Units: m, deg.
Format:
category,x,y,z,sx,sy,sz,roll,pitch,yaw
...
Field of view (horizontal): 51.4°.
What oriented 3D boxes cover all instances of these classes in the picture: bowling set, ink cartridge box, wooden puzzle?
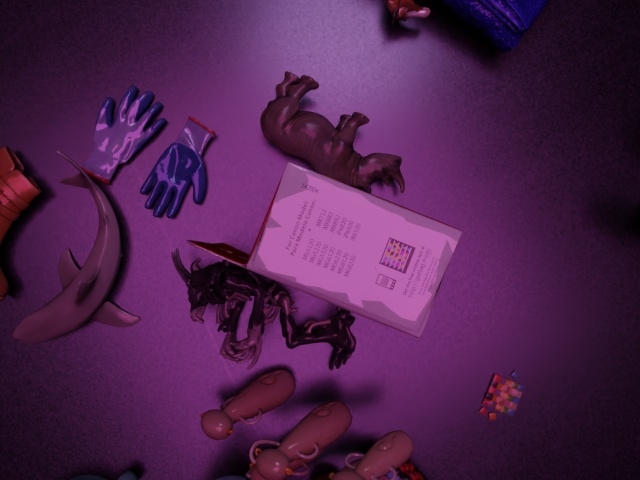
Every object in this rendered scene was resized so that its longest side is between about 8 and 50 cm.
category,x,y,z,sx,sy,sz,roll,pitch,yaw
bowling set,-0.016,0.320,0.892,0.154,0.287,0.199,-26,119,-39
ink cartridge box,0.000,0.000,0.846,0.272,0.309,0.130,22,88,-2
wooden puzzle,0.276,0.234,1.001,0.049,0.006,0.083,23,88,-1

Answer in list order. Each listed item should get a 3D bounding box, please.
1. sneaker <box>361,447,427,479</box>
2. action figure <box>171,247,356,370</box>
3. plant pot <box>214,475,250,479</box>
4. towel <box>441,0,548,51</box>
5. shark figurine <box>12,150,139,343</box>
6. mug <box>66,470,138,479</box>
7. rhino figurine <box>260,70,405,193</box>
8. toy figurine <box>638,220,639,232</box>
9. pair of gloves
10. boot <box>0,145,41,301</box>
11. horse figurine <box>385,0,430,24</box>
category,x,y,z,sx,sy,sz,roll,pitch,yaw
sneaker,0.131,0.418,0.947,0.125,0.104,0.262,-40,90,0
action figure,-0.091,0.109,0.920,0.276,0.164,0.140,22,84,-7
plant pot,-0.117,0.545,0.828,0.341,0.341,0.334,39,94,-1
towel,0.219,-0.442,0.924,0.308,0.076,0.227,37,84,-14
shark figurine,-0.329,0.029,0.937,0.166,0.116,0.278,15,90,-3
mug,-0.341,0.397,0.935,0.130,0.097,0.157,15,89,-1
rhino figurine,0.021,-0.140,0.968,0.243,0.073,0.106,35,84,-2
toy figurine,0.557,-0.079,0.913,0.148,0.209,0.212,21,85,15
pair of gloves,-0.250,-0.129,0.986,0.198,0.023,0.159,29,90,0
boot,-0.464,-0.026,0.954,0.152,0.073,0.197,-34,93,-6
horse figurine,0.168,-0.450,0.982,0.175,0.066,0.263,-7,92,-8
